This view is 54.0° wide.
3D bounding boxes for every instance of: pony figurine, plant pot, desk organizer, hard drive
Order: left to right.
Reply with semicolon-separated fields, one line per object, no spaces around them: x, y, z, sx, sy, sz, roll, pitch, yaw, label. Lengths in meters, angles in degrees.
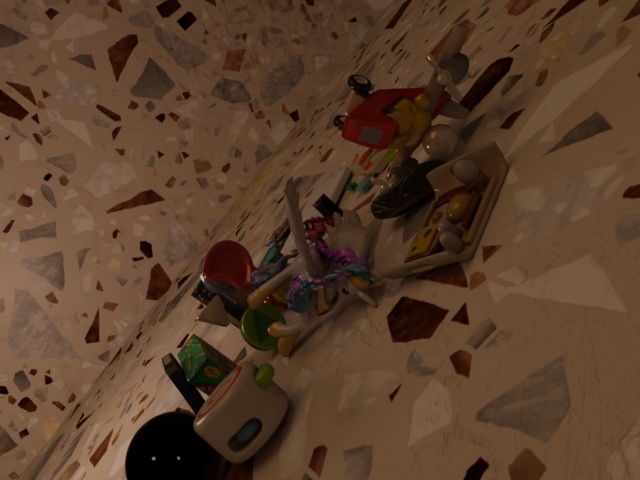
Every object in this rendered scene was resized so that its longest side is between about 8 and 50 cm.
-0.358;0.532;1.499;0.215;0.215;0.230;-60;4;-28;plant pot
-0.019;0.068;1.538;0.363;0.302;0.351;-35;54;32;pony figurine
-0.011;-0.100;2.174;0.210;0.040;0.319;-31;26;48;hard drive
0.041;-0.076;1.837;0.050;0.130;0.047;-48;16;0;desk organizer

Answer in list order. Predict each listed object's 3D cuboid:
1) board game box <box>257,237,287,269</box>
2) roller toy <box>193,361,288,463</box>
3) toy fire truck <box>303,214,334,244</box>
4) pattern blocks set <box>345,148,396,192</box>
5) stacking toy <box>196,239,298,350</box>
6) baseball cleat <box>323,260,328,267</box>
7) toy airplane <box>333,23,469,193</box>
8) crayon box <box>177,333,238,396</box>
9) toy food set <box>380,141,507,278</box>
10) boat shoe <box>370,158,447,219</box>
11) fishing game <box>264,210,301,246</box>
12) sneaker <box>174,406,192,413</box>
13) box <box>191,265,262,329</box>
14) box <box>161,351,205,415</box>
-0.184;0.082;2.254;0.126;0.026;0.186;-31;25;49;board game box
-0.170;0.382;1.382;0.209;0.146;0.191;-39;11;50;roller toy
0.000;0.000;1.828;0.192;0.135;0.047;-5;24;44;toy fire truck
0.203;-0.283;2.039;0.325;0.026;0.285;-50;17;0;pattern blocks set
-0.213;0.167;1.746;0.130;0.308;0.280;-42;28;51;stacking toy
0.014;0.059;1.727;0.206;0.072;0.109;-48;10;-4;baseball cleat
0.256;-0.304;1.596;0.384;0.386;0.272;-42;60;0;toy airplane
-0.286;0.356;1.697;0.081;0.165;0.278;-52;17;-8;crayon box
0.252;-0.060;1.330;0.219;0.092;0.306;-24;30;55;toy food set
0.228;-0.124;1.557;0.223;0.080;0.073;-34;-16;19;boat shoe
-0.150;-0.052;2.381;0.189;0.041;0.264;-51;9;-3;fishing game
-0.408;0.530;1.827;0.052;0.058;0.135;-51;17;-1;sneaker
-0.251;0.155;1.922;0.056;0.231;0.183;-32;24;54;box
-0.341;0.408;1.661;0.036;0.225;0.136;-33;14;-13;box
